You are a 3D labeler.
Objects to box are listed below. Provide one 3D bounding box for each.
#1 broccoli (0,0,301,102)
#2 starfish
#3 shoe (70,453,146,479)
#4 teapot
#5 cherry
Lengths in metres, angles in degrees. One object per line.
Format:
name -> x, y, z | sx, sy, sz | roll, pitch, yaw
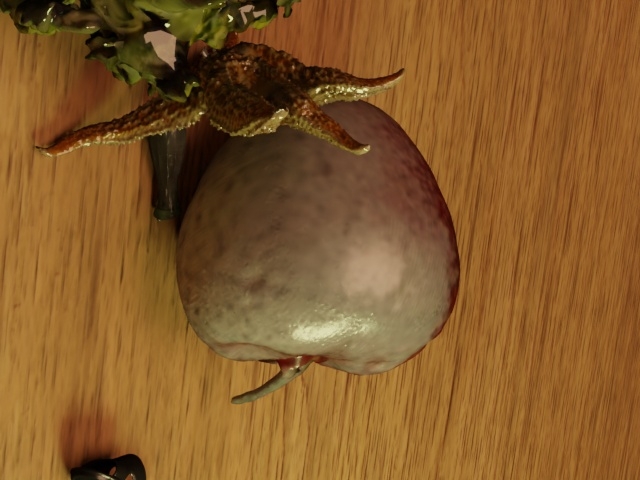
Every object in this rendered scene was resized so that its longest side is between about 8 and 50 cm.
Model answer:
broccoli -> -0.153, -0.297, 1.099 | 0.272, 0.324, 0.334 | -70, 152, -52
starfish -> -0.079, -0.141, 1.207 | 0.301, 0.294, 0.084 | -33, 127, -43
shoe -> -0.215, 0.263, 1.349 | 0.159, 0.062, 0.053 | 48, 49, -47
teapot -> -0.167, -0.078, 1.327 | 0.043, 0.043, 0.110 | -21, 121, -49
cherry -> -0.012, 0.000, 1.370 | 0.326, 0.291, 0.334 | -19, 92, -30
